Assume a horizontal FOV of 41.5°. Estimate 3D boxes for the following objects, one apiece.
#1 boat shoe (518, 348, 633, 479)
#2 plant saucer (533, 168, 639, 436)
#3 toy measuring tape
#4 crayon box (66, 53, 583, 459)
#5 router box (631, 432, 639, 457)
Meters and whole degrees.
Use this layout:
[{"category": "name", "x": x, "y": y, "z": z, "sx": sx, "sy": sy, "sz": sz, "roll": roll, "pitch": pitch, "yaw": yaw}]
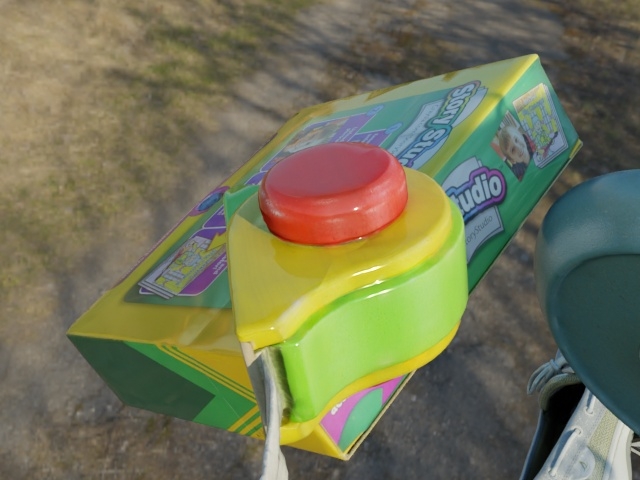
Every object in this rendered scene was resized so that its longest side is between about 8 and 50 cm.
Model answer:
[{"category": "boat shoe", "x": 0.271, "y": 0.196, "z": 0.917, "sx": 0.103, "sy": 0.118, "sz": 0.320, "roll": 30, "pitch": 44, "yaw": -2}, {"category": "plant saucer", "x": 0.276, "y": 0.087, "z": 0.583, "sx": 0.317, "sy": 0.317, "sz": 0.044, "roll": 30, "pitch": 63, "yaw": 35}, {"category": "toy measuring tape", "x": 0.024, "y": 0.043, "z": 0.356, "sx": 0.121, "sy": 0.121, "sz": 0.330, "roll": 3, "pitch": 29, "yaw": -11}, {"category": "crayon box", "x": 0.000, "y": 0.000, "z": 0.733, "sx": 0.313, "sy": 0.106, "sz": 0.363, "roll": -1, "pitch": 38, "yaw": 50}, {"category": "router box", "x": 0.465, "y": 0.085, "z": 1.009, "sx": 0.081, "sy": 0.243, "sz": 0.309, "roll": 31, "pitch": 50, "yaw": -32}]
